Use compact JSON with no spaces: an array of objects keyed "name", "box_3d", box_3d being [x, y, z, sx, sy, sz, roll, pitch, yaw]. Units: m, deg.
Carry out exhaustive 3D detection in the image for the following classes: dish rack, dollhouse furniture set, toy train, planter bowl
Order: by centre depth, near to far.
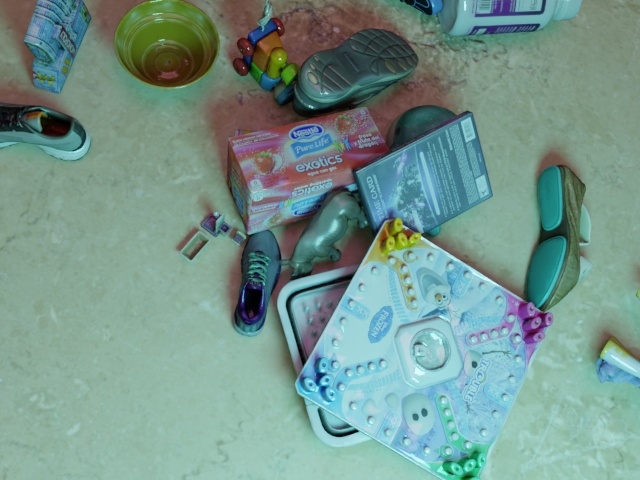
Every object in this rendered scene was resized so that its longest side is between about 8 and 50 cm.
[{"name":"dish rack","box_3d":[0.081,0.216,1.684,0.285,0.072,0.333,-14,73,-13]},{"name":"dollhouse furniture set","box_3d":[-0.215,-0.001,1.709,0.091,0.081,0.114,37,69,5]},{"name":"toy train","box_3d":[-0.090,-0.382,1.781,0.105,0.248,0.143,-38,85,-19]},{"name":"planter bowl","box_3d":[-0.323,-0.395,1.829,0.217,0.090,0.217,3,70,-9]}]

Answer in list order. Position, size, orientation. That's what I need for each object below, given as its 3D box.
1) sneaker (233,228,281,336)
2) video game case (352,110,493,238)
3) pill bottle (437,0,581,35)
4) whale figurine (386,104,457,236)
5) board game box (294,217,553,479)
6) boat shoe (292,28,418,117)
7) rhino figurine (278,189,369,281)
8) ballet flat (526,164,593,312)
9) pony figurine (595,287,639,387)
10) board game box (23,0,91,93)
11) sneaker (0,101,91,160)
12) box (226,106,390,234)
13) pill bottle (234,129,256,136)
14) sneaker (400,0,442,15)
[{"name":"sneaker","box_3d":[-0.117,0.072,1.689,0.083,0.098,0.223,9,69,-6]},{"name":"video game case","box_3d":[0.209,-0.113,1.723,0.274,0.026,0.196,-28,119,-14]},{"name":"pill bottle","box_3d":[0.429,-0.557,1.967,0.301,0.169,0.169,-6,71,-12]},{"name":"whale figurine","box_3d":[0.229,-0.148,1.793,0.216,0.141,0.272,13,78,-31]},{"name":"board game box","box_3d":[0.208,0.208,1.629,0.390,0.050,0.390,32,70,-4]},{"name":"boat shoe","box_3d":[0.065,-0.356,1.854,0.355,0.130,0.132,-24,77,-40]},{"name":"rhino figurine","box_3d":[0.000,0.000,1.710,0.073,0.106,0.243,42,99,34]},{"name":"ballet flat","box_3d":[0.515,0.005,1.824,0.124,0.116,0.342,21,63,-22]},{"name":"pony figurine","box_3d":[0.729,0.284,1.684,0.363,0.303,0.351,31,59,19]},{"name":"board game box","box_3d":[-0.541,-0.410,1.770,0.060,0.194,0.194,15,83,-2]},{"name":"sneaker","box_3d":[-0.597,-0.236,1.720,0.271,0.108,0.100,9,71,-5]},{"name":"box","box_3d":[-0.026,-0.140,1.737,0.300,0.154,0.142,-16,61,-16]},{"name":"pill bottle","box_3d":[-0.140,-0.207,1.816,0.083,0.043,0.043,6,70,-7]},{"name":"sneaker","box_3d":[0.172,-0.584,1.988,0.090,0.081,0.232,-40,74,-17]}]
